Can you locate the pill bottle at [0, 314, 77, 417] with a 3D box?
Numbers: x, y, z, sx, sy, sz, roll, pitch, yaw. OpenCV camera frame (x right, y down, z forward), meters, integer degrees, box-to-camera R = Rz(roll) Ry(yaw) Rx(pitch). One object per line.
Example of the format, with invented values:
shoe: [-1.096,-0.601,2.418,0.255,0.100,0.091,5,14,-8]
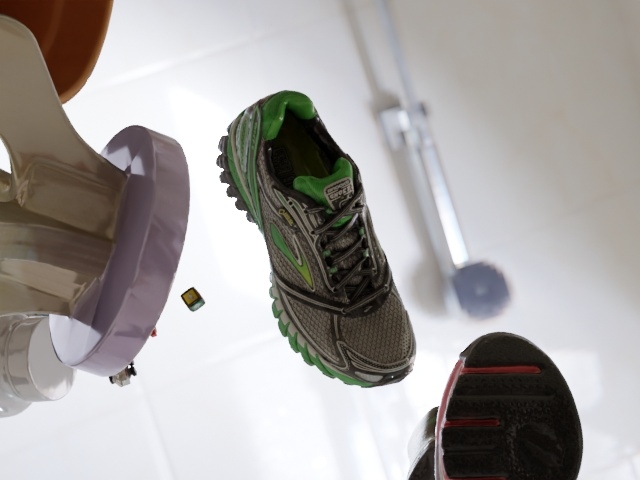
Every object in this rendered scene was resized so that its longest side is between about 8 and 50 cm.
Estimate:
pill bottle: [-0.332,0.117,1.688,0.193,0.108,0.108,-6,-167,28]

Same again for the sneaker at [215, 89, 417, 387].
sneaker: [0.000,0.000,1.881,0.134,0.343,0.146,-26,171,-25]

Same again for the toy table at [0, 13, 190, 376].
toy table: [-0.204,-0.014,1.238,0.161,0.252,0.274,20,176,-20]

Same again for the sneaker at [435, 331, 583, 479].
sneaker: [0.120,0.226,1.340,0.116,0.314,0.136,8,160,-18]

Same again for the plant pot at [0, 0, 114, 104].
plant pot: [-0.337,-0.273,1.660,0.203,0.291,0.291,4,-165,16]

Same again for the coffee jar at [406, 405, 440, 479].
coffee jar: [0.157,0.286,2.315,0.096,0.079,0.184,-59,-177,11]

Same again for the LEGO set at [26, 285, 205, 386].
LEGO set: [-0.266,0.067,2.135,0.244,0.182,0.060,21,166,20]
